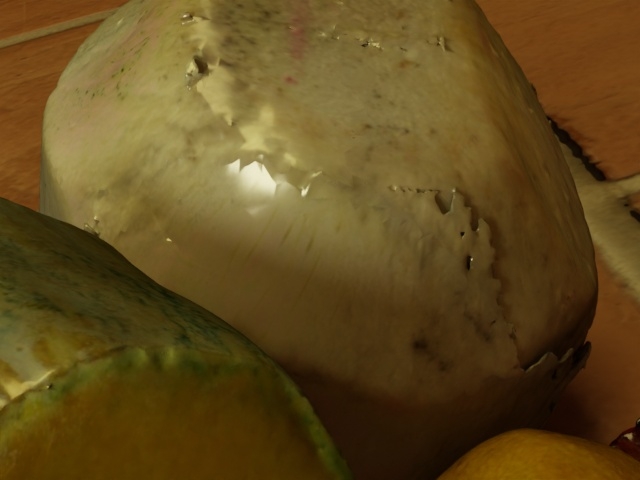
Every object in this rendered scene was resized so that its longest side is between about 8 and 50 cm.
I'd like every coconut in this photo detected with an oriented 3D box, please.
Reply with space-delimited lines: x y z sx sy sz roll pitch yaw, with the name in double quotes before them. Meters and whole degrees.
"coconut" 0.000 0.000 1.158 0.352 0.353 0.352 -13 22 5

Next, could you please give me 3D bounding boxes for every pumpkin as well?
"pumpkin" -0.125 0.153 0.871 0.199 0.332 0.332 15 36 40

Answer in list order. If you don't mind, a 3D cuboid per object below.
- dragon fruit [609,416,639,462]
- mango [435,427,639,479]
"dragon fruit" 0.251 0.105 1.057 0.161 0.120 0.127 -39 65 4
"mango" 0.105 0.170 0.931 0.147 0.109 0.227 -7 25 10
